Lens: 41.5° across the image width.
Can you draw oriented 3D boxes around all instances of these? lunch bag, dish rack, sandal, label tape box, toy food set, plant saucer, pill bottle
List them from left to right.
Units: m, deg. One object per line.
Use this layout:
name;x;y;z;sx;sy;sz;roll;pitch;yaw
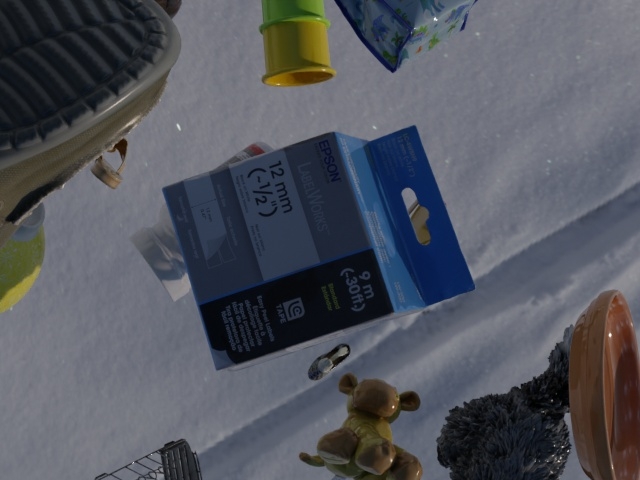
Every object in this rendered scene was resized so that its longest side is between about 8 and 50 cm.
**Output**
sandal;-0.405;-0.167;1.658;0.088;0.240;0.079;40;92;-24
dish rack;-0.301;0.478;1.480;0.271;0.074;0.209;-17;106;-47
pill bottle;-0.221;-0.039;1.849;0.362;0.210;0.210;-35;118;-13
label tape box;0.000;0.000;1.095;0.347;0.115;0.249;-19;79;3
lunch bag;0.091;-0.296;0.994;0.128;0.151;0.096;-33;163;-27
toy food set;0.231;-0.025;1.775;0.071;0.218;0.128;29;123;-10
plant saucer;0.275;0.147;0.811;0.037;0.200;0.200;-6;120;29

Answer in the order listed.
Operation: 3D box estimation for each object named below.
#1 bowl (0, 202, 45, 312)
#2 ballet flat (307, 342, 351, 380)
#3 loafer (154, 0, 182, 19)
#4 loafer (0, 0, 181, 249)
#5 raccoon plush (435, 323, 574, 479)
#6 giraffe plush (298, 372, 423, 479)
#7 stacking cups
bowl;-0.566;-0.034;1.439;0.156;0.289;0.289;-30;119;18
ballet flat;0.020;0.247;1.745;0.114;0.041;0.041;-34;121;-31
loafer;-0.389;-0.432;1.630;0.130;0.366;0.134;-13;80;-32
loafer;-0.180;-0.042;0.418;0.251;0.087;0.094;-35;76;-13
raccoon plush;0.315;0.373;1.347;0.216;0.299;0.447;12;124;-2
giraffe plush;0.081;0.294;1.339;0.181;0.210;0.171;29;63;-13
stacking cups;-0.046;-0.355;1.044;0.095;0.096;0.317;-7;91;-14
